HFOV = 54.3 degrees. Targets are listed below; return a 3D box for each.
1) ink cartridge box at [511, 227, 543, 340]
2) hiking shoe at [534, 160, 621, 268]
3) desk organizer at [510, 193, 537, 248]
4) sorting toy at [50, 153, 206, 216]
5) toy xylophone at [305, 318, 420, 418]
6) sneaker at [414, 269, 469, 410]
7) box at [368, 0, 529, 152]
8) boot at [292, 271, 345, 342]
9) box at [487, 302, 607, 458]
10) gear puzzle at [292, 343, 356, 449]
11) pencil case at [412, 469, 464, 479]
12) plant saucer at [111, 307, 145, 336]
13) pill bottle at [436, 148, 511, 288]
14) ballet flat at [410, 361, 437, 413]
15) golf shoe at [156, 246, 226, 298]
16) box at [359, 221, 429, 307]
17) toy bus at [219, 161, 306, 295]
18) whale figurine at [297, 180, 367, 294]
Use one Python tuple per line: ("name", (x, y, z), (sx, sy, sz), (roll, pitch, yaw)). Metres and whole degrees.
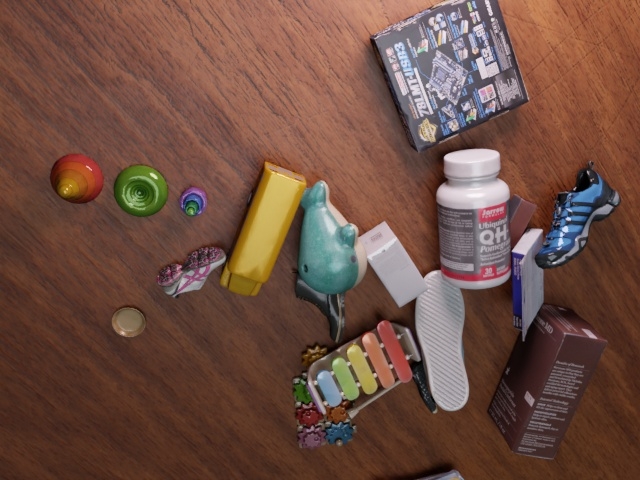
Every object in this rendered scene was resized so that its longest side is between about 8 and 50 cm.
("ink cartridge box", (0.526, 0.109, 1.605), (0.045, 0.224, 0.223), (5, 114, 31))
("hiking shoe", (0.624, -0.056, 1.585), (0.304, 0.113, 0.132), (-45, 101, -19))
("desk organizer", (0.505, -0.048, 1.626), (0.050, 0.047, 0.130), (19, 107, -16))
("sorting toy", (-0.448, -0.104, 1.440), (0.365, 0.126, 0.127), (10, 108, -10))
("toy xylophone", (0.123, 0.357, 1.687), (0.322, 0.081, 0.236), (-35, 112, -5))
("sneaker", (0.318, 0.263, 1.683), (0.135, 0.150, 0.366), (-2, 88, 2))
("box", (0.302, -0.399, 1.458), (0.293, 0.073, 0.295), (-25, 111, 3))
("boot", (-0.005, 0.168, 1.631), (0.137, 0.077, 0.198), (-1, 97, -2))
("box", (0.614, 0.385, 1.720), (0.143, 0.191, 0.381), (14, 107, -12))
("gear puzzle", (0.011, 0.441, 1.740), (0.175, 0.044, 0.339), (-6, 110, -5))
("pencil case", (0.294, 0.764, 1.859), (0.273, 0.113, 0.124), (-9, 91, -4))
("plant saucer", (-0.492, 0.208, 1.605), (0.083, 0.015, 0.083), (-2, 110, -6))
("pill bottle", (0.376, -0.056, 1.536), (0.176, 0.176, 0.318), (-9, 111, -4))
("ballet flat", (0.302, 0.421, 1.764), (0.049, 0.057, 0.173), (-25, 112, -3))
("golf shoe", (-0.311, 0.080, 1.561), (0.186, 0.067, 0.086), (-26, 128, 10))
("box", (0.181, 0.059, 1.577), (0.091, 0.130, 0.170), (-33, 110, 4))
("toy bus", (-0.143, -0.016, 1.507), (0.108, 0.130, 0.333), (19, 106, -14))
("whale figurine", (0.000, 0.000, 1.497), (0.141, 0.216, 0.272), (-20, 94, -36))
